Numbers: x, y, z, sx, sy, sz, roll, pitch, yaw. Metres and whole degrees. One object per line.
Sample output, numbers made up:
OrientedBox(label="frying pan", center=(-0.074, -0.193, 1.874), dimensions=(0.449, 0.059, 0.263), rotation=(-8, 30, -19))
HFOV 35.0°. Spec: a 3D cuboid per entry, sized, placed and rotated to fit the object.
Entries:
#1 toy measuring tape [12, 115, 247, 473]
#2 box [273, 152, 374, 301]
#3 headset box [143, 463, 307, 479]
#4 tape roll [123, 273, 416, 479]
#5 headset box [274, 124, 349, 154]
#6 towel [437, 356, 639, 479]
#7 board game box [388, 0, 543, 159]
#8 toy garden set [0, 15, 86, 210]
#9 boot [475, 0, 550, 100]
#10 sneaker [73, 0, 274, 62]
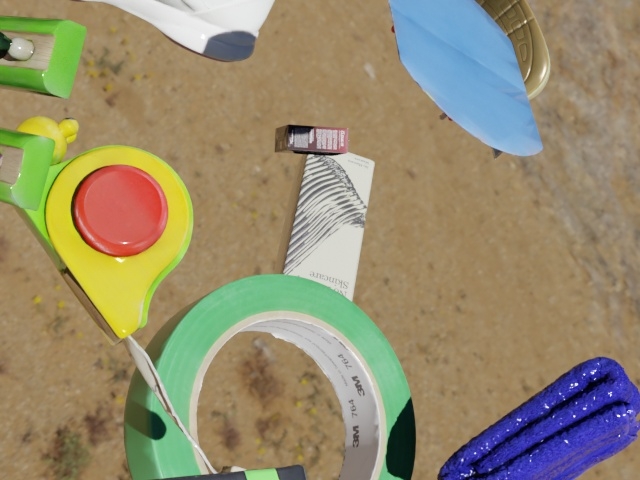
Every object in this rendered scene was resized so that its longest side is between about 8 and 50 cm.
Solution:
OrientedBox(label="toy measuring tape", center=(-0.121, 0.036, 0.787), dimensions=(0.330, 0.121, 0.121), rotation=(55, 28, -2))
OrientedBox(label="box", center=(0.000, 0.000, 1.493), dimensions=(0.113, 0.094, 0.275), rotation=(15, 60, -11))
OrientedBox(label="headset box", center=(-0.100, 0.219, 0.323), dimensions=(0.283, 0.131, 0.246), rotation=(4, 54, -35))
OrientedBox(label="tape roll", center=(-0.047, 0.199, 1.085), dimensions=(0.321, 0.077, 0.321), rotation=(12, 68, -29))
OrientedBox(label="headset box", center=(-0.008, -0.120, 1.219), dimensions=(0.083, 0.062, 0.032), rotation=(1, 91, -16))
OrientedBox(label="towel", center=(0.258, 0.230, 1.117), dimensions=(0.076, 0.228, 0.308), rotation=(55, 8, 24))
OrientedBox(label="board game box", center=(0.087, -0.120, 0.701), dimensions=(0.133, 0.033, 0.168), rotation=(23, 43, -32))
OrientedBox(label="toy garden set", center=(-0.219, -0.156, 0.627), dimensions=(0.049, 0.204, 0.244), rotation=(15, 89, -49))
OrientedBox(label="boot", center=(0.140, -0.178, 0.896), dimensions=(0.213, 0.077, 0.165), rotation=(54, 8, 28))
OrientedBox(label="sneaker", center=(-0.177, -0.290, 0.979), dimensions=(0.305, 0.152, 0.114), rotation=(18, 30, -28))
